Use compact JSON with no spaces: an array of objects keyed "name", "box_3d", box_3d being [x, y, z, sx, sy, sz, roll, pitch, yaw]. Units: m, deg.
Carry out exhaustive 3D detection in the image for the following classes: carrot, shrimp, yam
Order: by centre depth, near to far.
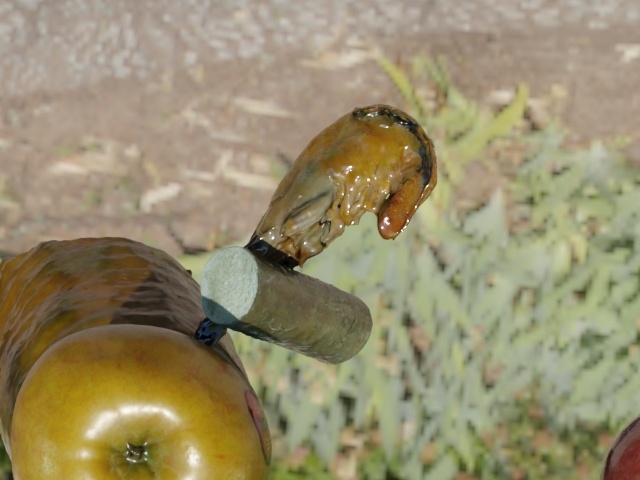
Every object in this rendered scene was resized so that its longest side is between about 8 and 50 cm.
[{"name":"yam","box_3d":[-0.029,0.054,1.393,0.068,0.068,0.169,-8,160,32]},{"name":"shrimp","box_3d":[-0.009,-0.004,1.411,0.117,0.262,0.066,33,176,38]},{"name":"carrot","box_3d":[-0.195,0.142,1.636,0.241,0.241,0.340,17,-166,-20]}]

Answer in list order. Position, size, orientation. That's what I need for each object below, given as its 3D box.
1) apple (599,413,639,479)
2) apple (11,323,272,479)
[{"name":"apple","box_3d":[0.216,0.144,0.860,0.120,0.153,0.153,-32,149,3]},{"name":"apple","box_3d":[-0.124,0.143,1.182,0.182,0.182,0.155,9,-178,-5]}]
